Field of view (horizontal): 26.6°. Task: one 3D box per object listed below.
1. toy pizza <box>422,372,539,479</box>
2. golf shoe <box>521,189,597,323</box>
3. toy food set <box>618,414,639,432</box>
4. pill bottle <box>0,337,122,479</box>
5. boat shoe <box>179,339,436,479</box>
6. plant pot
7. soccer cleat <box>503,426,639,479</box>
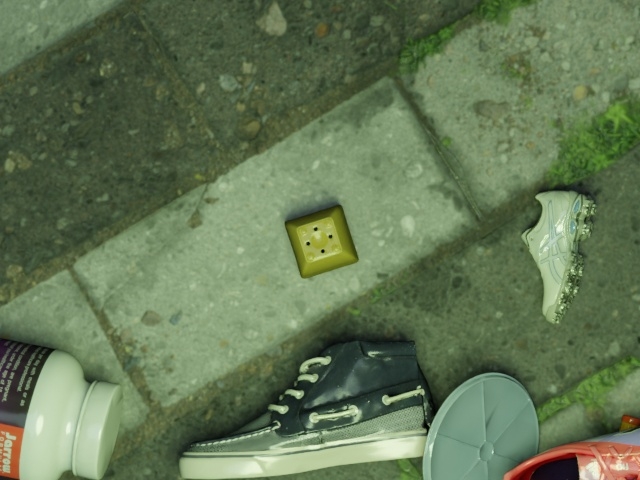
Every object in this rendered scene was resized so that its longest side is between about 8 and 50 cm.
[{"bbox_3d":[0.201,0.265,1.727,0.201,0.032,0.201,-7,102,-37],"label":"toy pizza"},{"bbox_3d":[0.302,0.019,1.771,0.086,0.069,0.176,11,85,22],"label":"golf shoe"},{"bbox_3d":[0.481,0.303,1.714,0.232,0.111,0.104,15,88,34],"label":"toy food set"},{"bbox_3d":[-0.424,0.212,1.719,0.323,0.181,0.181,11,88,3],"label":"pill bottle"},{"bbox_3d":[-0.018,0.216,1.745,0.341,0.127,0.158,-6,83,-7],"label":"boat shoe"},{"bbox_3d":[0.000,0.000,1.761,0.081,0.083,0.081,-18,87,1],"label":"plant pot"},{"bbox_3d":[0.376,0.278,1.650,0.318,0.116,0.108,-20,67,29],"label":"soccer cleat"}]
